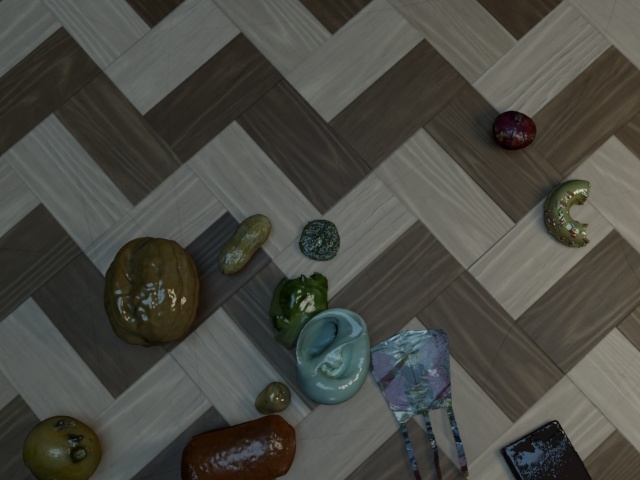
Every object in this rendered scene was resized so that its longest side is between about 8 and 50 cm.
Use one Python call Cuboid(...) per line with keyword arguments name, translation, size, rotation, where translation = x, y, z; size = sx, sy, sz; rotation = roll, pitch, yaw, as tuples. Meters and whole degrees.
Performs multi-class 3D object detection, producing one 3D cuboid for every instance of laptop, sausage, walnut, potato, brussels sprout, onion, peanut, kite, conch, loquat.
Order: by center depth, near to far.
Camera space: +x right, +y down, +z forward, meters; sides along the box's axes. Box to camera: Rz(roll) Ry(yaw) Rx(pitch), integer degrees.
Cuboid(name="sausage", translation=(-0.182, 0.482, 1.633), size=(0.268, 0.153, 0.141), rotation=(-16, 80, -1))
Cuboid(name="loquat", translation=(-0.577, 0.476, 1.641), size=(0.172, 0.204, 0.149), rotation=(47, 51, -20))
Cuboid(name="laptop", translation=(0.527, 0.534, 1.661), size=(0.153, 0.026, 0.207), rotation=(-28, 82, -4))
Cuboid(name="conch", translation=(0.025, 0.264, 1.668), size=(0.185, 0.121, 0.221), rotation=(25, 82, -22))
Cuboid(name="walnut", translation=(-0.390, 0.112, 1.672), size=(0.224, 0.257, 0.257), rotation=(-19, 79, 32))
Cuboid(name="kite", translation=(0.243, 0.385, 1.699), size=(0.204, 0.022, 0.361), rotation=(-17, 80, 0))
Cuboid(name="potato", translation=(-0.112, 0.371, 1.700), size=(0.083, 0.062, 0.068), rotation=(-37, 65, 18))
Cuboid(name="brussels sprout", translation=(-0.048, 0.164, 1.714), size=(0.139, 0.100, 0.181), rotation=(24, 71, -14))
Cuboid(name="peanut", translation=(-0.185, 0.009, 1.747), size=(0.080, 0.080, 0.174), rotation=(37, 83, 7))
Cuboid(name="onion", translation=(0.469, -0.269, 1.759), size=(0.107, 0.097, 0.107), rotation=(5, 57, -7))

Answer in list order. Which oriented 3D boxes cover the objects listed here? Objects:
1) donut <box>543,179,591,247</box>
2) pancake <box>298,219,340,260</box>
Cuboid(name="donut", translation=(0.591, -0.071, 1.735), size=(0.108, 0.065, 0.166), rotation=(8, 81, 4))
Cuboid(name="pancake", translation=(0.000, -0.001, 1.773), size=(0.108, 0.017, 0.108), rotation=(0, 79, -1))
